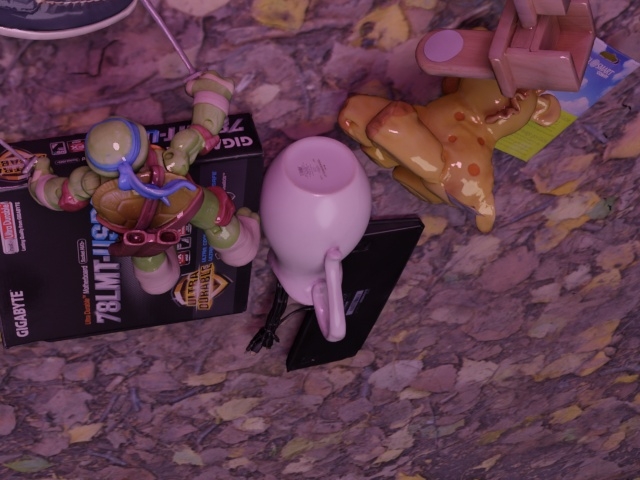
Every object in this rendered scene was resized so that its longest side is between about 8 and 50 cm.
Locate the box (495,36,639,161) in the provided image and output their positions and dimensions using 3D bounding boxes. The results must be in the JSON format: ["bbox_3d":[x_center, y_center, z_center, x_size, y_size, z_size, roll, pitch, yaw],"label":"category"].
[{"bbox_3d":[0.262,-0.170,1.292,0.109,0.042,0.178,16,132,-42],"label":"box"}]

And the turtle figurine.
[{"bbox_3d":[-0.167,-0.081,1.067,0.198,0.275,0.266,-48,151,-14],"label":"turtle figurine"}]

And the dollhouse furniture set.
[{"bbox_3d":[0.114,-0.332,0.839,0.174,0.303,0.355,8,155,28],"label":"dollhouse furniture set"}]

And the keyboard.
[{"bbox_3d":[0.006,0.080,1.525,0.202,0.033,0.317,-9,144,-27],"label":"keyboard"}]

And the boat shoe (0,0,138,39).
[{"bbox_3d":[-0.268,-0.225,0.908,0.255,0.095,0.079,4,151,-18],"label":"boat shoe"}]

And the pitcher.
[{"bbox_3d":[0.000,0.000,1.277,0.125,0.177,0.207,-15,147,-16],"label":"pitcher"}]

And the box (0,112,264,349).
[{"bbox_3d":[-0.220,-0.004,1.259,0.293,0.073,0.295,-9,144,-17],"label":"box"}]

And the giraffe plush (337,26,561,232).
[{"bbox_3d":[0.151,-0.131,1.207,0.170,0.210,0.181,-53,139,-3],"label":"giraffe plush"}]
